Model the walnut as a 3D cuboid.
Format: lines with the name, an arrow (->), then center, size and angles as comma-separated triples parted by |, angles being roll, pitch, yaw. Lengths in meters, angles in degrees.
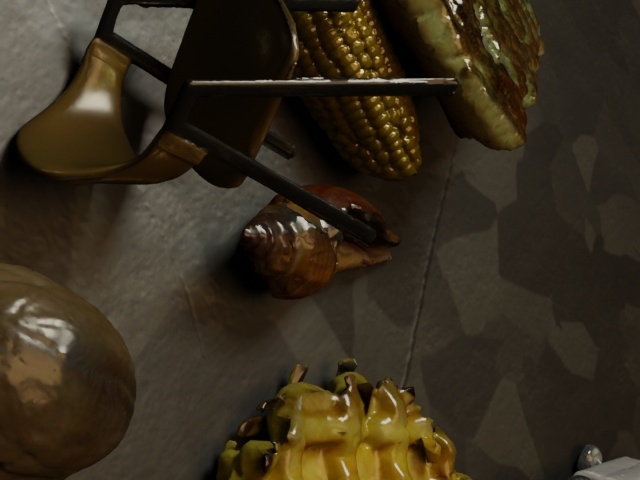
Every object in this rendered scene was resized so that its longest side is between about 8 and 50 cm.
walnut -> -0.192, 0.083, 0.844 | 0.162, 0.140, 0.140 | 22, 68, -45

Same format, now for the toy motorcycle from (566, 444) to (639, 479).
toy motorcycle -> 0.280, 0.294, 1.332 | 0.260, 0.110, 0.171 | 2, 97, -53

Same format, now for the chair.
chair -> -0.067, -0.101, 0.968 | 0.247, 0.159, 0.172 | 14, 113, -35

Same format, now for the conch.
conch -> -0.003, -0.005, 1.103 | 0.080, 0.086, 0.233 | 39, 30, 14

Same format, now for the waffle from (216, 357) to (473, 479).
waffle -> 0.026, 0.302, 1.068 | 0.382, 0.095, 0.379 | 58, 47, -18

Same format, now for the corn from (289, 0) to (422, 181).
corn -> 0.010, -0.163, 1.128 | 0.097, 0.097, 0.261 | -48, 117, -39

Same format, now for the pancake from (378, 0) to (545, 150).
pancake -> 0.089, -0.285, 1.204 | 0.426, 0.067, 0.305 | 64, 24, -5
